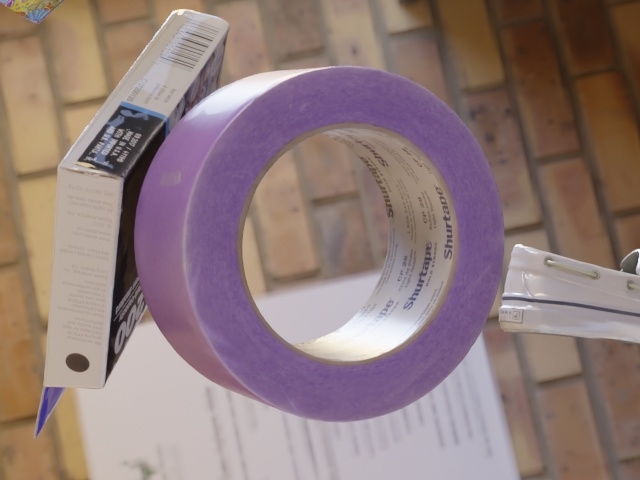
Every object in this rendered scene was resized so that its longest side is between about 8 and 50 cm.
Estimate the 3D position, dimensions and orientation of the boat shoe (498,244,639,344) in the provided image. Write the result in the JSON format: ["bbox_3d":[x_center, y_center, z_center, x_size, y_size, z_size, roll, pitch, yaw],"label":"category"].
[{"bbox_3d":[0.252,0.045,1.248,0.083,0.226,0.076,176,100,-73],"label":"boat shoe"}]

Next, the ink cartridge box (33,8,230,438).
[{"bbox_3d":[-0.116,-0.008,0.997,0.206,0.045,0.208,-67,-8,-54],"label":"ink cartridge box"}]

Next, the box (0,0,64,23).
[{"bbox_3d":[-0.260,-0.334,1.020,0.290,0.177,0.279,54,-169,22],"label":"box"}]

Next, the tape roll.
[{"bbox_3d":[0.000,0.000,0.871,0.080,0.189,0.189,8,112,64],"label":"tape roll"}]
